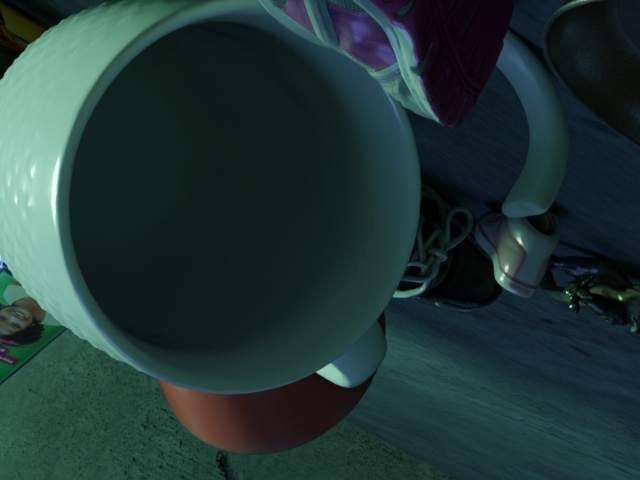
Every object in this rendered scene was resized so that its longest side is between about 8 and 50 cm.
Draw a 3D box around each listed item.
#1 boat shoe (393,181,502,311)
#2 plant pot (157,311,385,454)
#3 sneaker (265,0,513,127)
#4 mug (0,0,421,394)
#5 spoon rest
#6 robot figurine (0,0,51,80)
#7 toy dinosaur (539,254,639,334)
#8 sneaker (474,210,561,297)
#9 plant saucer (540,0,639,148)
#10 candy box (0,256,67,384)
[{"bbox_3d":[0.076,0.002,1.617,0.105,0.113,0.306,22,171,32],"label":"boat shoe"},{"bbox_3d":[-0.088,0.058,1.955,0.275,0.275,0.243,20,158,29],"label":"plant pot"},{"bbox_3d":[0.023,-0.156,1.007,0.111,0.103,0.252,19,160,38],"label":"sneaker"},{"bbox_3d":[-0.091,-0.019,1.395,0.374,0.276,0.328,45,167,-25],"label":"mug"},{"bbox_3d":[0.054,-0.132,1.145,0.276,0.084,0.137,42,165,-15],"label":"spoon rest"},{"bbox_3d":[-0.341,-0.201,1.664,0.291,0.085,0.211,30,169,-30],"label":"robot figurine"},{"bbox_3d":[0.244,0.043,1.591,0.118,0.064,0.268,24,176,-35],"label":"toy dinosaur"},{"bbox_3d":[0.172,-0.010,1.547,0.051,0.070,0.134,18,-159,-13],"label":"sneaker"},{"bbox_3d":[0.270,-0.071,0.966,0.310,0.050,0.310,25,170,5],"label":"plant saucer"},{"bbox_3d":[-0.376,0.036,2.070,0.122,0.268,0.317,31,131,-24],"label":"candy box"}]
